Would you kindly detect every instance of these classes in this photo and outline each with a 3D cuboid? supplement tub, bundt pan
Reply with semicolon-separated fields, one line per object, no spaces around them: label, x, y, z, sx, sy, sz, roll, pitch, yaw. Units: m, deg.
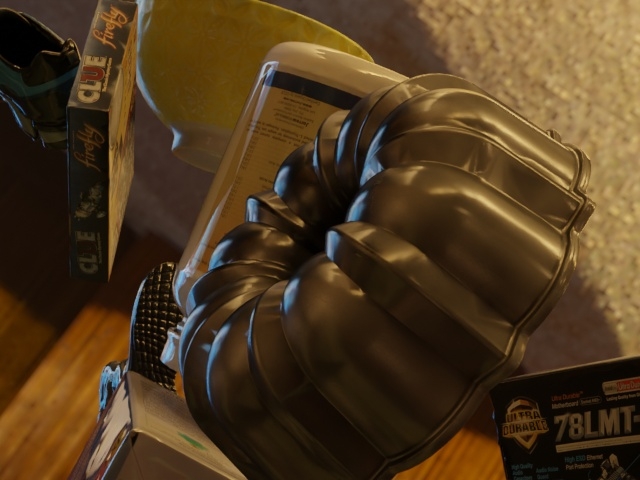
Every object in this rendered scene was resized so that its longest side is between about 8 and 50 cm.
supplement tub;0.000;0.000;1.491;0.228;0.316;0.228;22;-1;0
bundt pan;0.023;0.019;1.104;0.124;0.331;0.331;40;-21;-20

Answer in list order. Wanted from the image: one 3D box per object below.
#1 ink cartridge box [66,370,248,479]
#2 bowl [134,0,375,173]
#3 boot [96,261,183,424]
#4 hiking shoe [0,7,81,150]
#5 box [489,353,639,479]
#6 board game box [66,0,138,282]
ink cartridge box;-0.087;0.254;1.448;0.270;0.151;0.395;30;1;-8
bowl;-0.095;-0.159;1.848;0.289;0.156;0.289;15;-10;3
boot;-0.230;0.152;2.008;0.083;0.246;0.161;13;-12;-30
hiking shoe;-0.365;-0.221;1.861;0.304;0.113;0.132;25;-43;28
box;0.270;0.233;1.274;0.295;0.073;0.293;-19;-101;55
board game box;-0.220;-0.098;1.645;0.042;0.165;0.243;8;-44;-1
